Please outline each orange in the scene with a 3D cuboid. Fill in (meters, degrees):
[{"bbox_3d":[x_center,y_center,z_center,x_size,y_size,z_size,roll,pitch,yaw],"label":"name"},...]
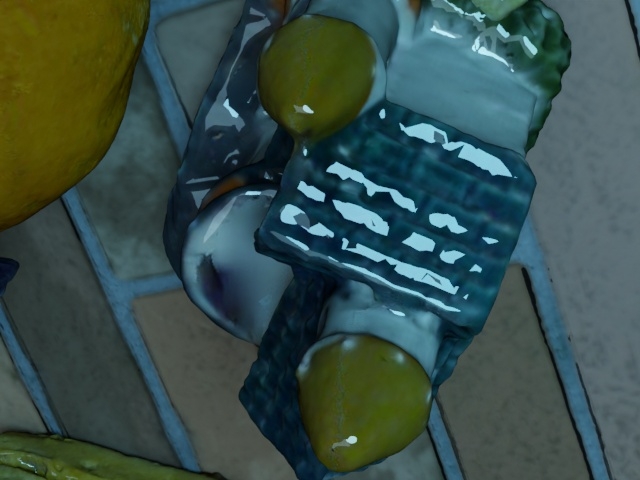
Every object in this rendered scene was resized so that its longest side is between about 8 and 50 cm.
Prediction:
[{"bbox_3d":[-0.231,-0.135,0.637,0.284,0.226,0.283,12,126,18],"label":"orange"}]

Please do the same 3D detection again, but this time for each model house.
[{"bbox_3d":[0.000,0.000,0.601,0.190,0.301,0.271,25,119,-4],"label":"model house"}]

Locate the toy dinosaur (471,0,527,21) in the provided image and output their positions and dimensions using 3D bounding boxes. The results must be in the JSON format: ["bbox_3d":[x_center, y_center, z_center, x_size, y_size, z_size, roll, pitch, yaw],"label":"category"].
[{"bbox_3d":[0.123,-0.180,0.462,0.251,0.072,0.200,41,109,2],"label":"toy dinosaur"}]

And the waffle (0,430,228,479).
[{"bbox_3d":[-0.178,0.317,0.916,0.224,0.098,0.327,13,117,13],"label":"waffle"}]

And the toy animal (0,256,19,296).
[{"bbox_3d":[-0.313,0.039,0.792,0.298,0.122,0.185,-14,112,55],"label":"toy animal"}]
